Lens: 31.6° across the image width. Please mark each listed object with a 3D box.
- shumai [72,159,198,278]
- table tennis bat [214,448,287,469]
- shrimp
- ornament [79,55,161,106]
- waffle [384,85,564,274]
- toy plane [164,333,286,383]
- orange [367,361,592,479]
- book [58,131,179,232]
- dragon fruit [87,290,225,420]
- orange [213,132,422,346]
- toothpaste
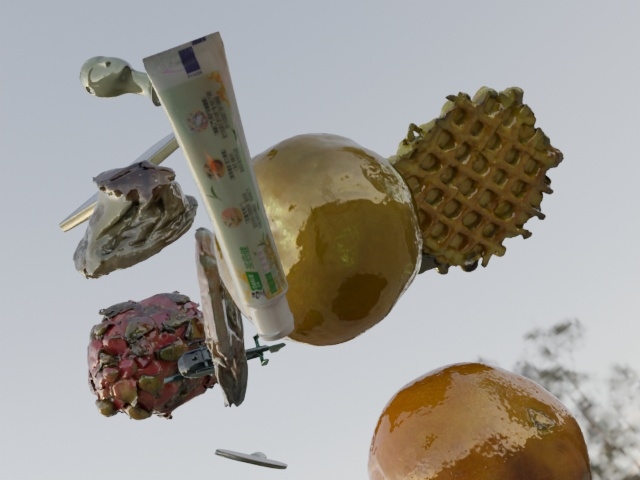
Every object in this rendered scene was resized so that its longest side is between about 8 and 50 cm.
[{"bbox_3d":[-0.269,-0.040,1.562,0.201,0.201,0.120,-31,-67,-9],"label":"shumai"},{"bbox_3d":[-0.128,0.418,2.162,0.246,0.138,0.022,71,-149,-80],"label":"table tennis bat"},{"bbox_3d":[-0.153,0.131,1.726,0.062,0.164,0.316,-8,-68,1],"label":"shrimp"},{"bbox_3d":[-0.328,-0.269,1.883,0.081,0.156,0.074,68,-140,-56],"label":"ornament"},{"bbox_3d":[0.221,-0.090,1.751,0.329,0.062,0.329,-9,-65,-19],"label":"waffle"},{"bbox_3d":[-0.172,0.218,2.091,0.235,0.060,0.096,-12,-28,-18],"label":"toy plane"},{"bbox_3d":[0.182,0.268,1.300,0.261,0.261,0.261,-28,-26,-15],"label":"orange"},{"bbox_3d":[-0.332,-0.120,2.018,0.191,0.025,0.269,-23,19,47],"label":"book"},{"bbox_3d":[-0.351,0.252,2.307,0.291,0.250,0.269,-45,-48,-50],"label":"dragon fruit"},{"bbox_3d":[0.000,0.000,1.450,0.235,0.279,0.279,-2,-41,-43],"label":"orange"},{"bbox_3d":[-0.087,-0.042,1.105,0.056,0.314,0.058,-5,25,27],"label":"toothpaste"}]
